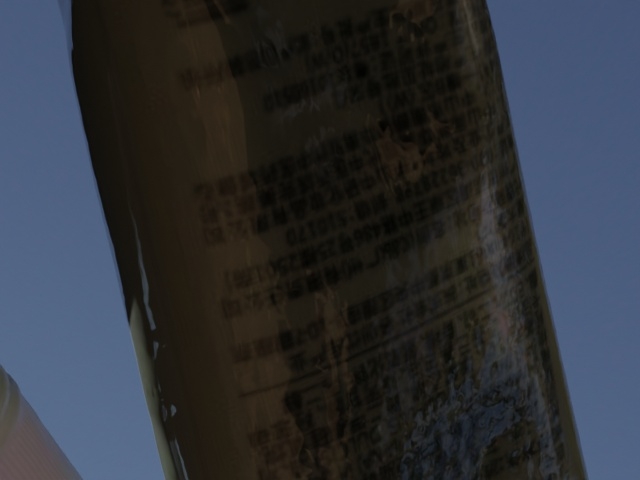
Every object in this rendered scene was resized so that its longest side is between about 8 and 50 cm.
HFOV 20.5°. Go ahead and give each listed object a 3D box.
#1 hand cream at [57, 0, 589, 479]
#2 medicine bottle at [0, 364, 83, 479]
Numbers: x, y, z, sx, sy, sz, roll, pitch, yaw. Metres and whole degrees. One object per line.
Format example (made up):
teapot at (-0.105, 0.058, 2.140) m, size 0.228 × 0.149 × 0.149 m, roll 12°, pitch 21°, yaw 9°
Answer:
hand cream at (0.000, 0.000, 0.385) m, size 0.124 × 0.078 × 0.340 m, roll -24°, pitch -71°, yaw -36°
medicine bottle at (-0.176, -0.019, 0.403) m, size 0.161 × 0.111 × 0.296 m, roll -40°, pitch -69°, yaw -13°
